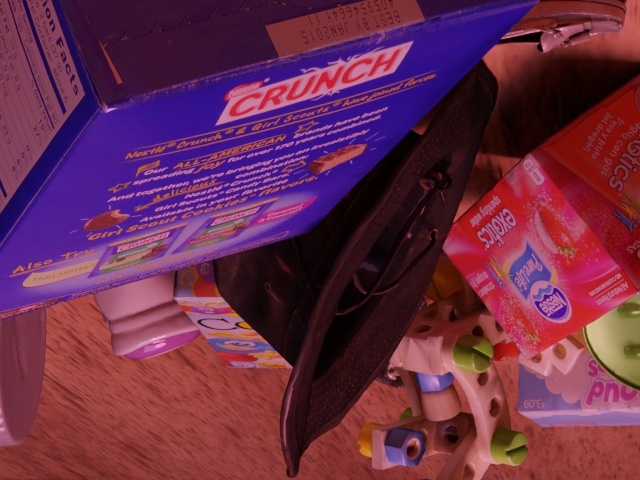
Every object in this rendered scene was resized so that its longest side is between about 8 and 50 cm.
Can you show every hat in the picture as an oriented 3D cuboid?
[{"bbox_3d":[0.000,0.000,1.398,0.134,0.331,0.331,26,168,10],"label":"hat"}]

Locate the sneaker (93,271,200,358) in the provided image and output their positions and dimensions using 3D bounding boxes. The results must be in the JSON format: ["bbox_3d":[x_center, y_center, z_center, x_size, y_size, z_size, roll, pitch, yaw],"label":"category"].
[{"bbox_3d":[-0.164,0.014,1.801,0.114,0.152,0.305,-21,-172,-6],"label":"sneaker"}]

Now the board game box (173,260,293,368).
[{"bbox_3d":[-0.028,0.015,1.670,0.142,0.144,0.275,1,166,7],"label":"board game box"}]

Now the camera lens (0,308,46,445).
[{"bbox_3d":[-0.425,0.097,1.911,0.274,0.219,0.219,2,165,5],"label":"camera lens"}]

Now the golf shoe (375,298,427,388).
[{"bbox_3d":[0.017,0.073,2.011,0.120,0.105,0.273,11,167,39],"label":"golf shoe"}]

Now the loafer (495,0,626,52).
[{"bbox_3d":[0.136,-0.136,1.270,0.125,0.039,0.045,2,164,5],"label":"loafer"}]

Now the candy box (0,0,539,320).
[{"bbox_3d":[-0.072,-0.082,1.085,0.268,0.122,0.317,-16,166,-31],"label":"candy box"}]

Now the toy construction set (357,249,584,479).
[{"bbox_3d":[0.156,0.088,1.690,0.151,0.215,0.327,0,-161,29],"label":"toy construction set"}]

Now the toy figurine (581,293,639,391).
[{"bbox_3d":[0.331,0.039,1.685,0.173,0.159,0.130,3,126,27],"label":"toy figurine"}]

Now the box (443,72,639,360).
[{"bbox_3d":[0.199,-0.013,1.466,0.122,0.128,0.257,-36,176,-18],"label":"box"}]

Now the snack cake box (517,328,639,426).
[{"bbox_3d":[0.330,0.100,1.896,0.264,0.152,0.089,-4,163,24],"label":"snack cake box"}]
